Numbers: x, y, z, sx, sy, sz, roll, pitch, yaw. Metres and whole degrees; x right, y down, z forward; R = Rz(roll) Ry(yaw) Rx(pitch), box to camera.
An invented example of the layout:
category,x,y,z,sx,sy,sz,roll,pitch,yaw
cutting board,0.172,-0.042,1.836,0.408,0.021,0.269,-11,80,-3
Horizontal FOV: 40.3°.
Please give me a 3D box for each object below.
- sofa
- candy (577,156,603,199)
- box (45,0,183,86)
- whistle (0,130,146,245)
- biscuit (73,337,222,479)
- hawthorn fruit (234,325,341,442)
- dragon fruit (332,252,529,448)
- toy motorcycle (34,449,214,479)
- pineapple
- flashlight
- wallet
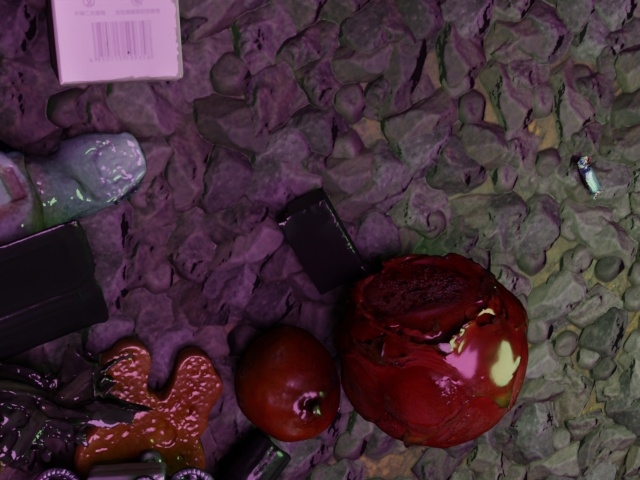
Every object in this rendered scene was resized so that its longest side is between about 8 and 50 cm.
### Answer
category,x,y,z,sx,sy,sz,roll,pitch,yaw
sofa,0.000,0.000,1.335,0.085,0.060,0.147,-28,115,7
candy,0.463,-0.108,1.496,0.030,0.020,0.083,-38,116,-5
box,-0.258,-0.366,1.023,0.143,0.225,0.341,-6,108,-18
whistle,-0.385,-0.052,1.128,0.347,0.189,0.189,-26,115,-37
biscuit,-0.268,0.309,1.323,0.202,0.047,0.334,8,101,-22
hawthorn fruit,-0.046,0.218,1.303,0.169,0.188,0.169,-2,98,-15
dragon fruit,0.167,0.165,1.322,0.295,0.296,0.302,-20,144,-15
toy motorcycle,-0.282,0.400,1.254,0.260,0.110,0.171,2,98,-7
pineapple,-0.417,0.244,1.182,0.364,0.165,0.166,-26,113,-11
flashlight,-0.197,0.466,1.317,0.103,0.103,0.424,48,70,-26
wallet,-0.393,0.085,1.098,0.247,0.323,0.041,-24,72,-15
